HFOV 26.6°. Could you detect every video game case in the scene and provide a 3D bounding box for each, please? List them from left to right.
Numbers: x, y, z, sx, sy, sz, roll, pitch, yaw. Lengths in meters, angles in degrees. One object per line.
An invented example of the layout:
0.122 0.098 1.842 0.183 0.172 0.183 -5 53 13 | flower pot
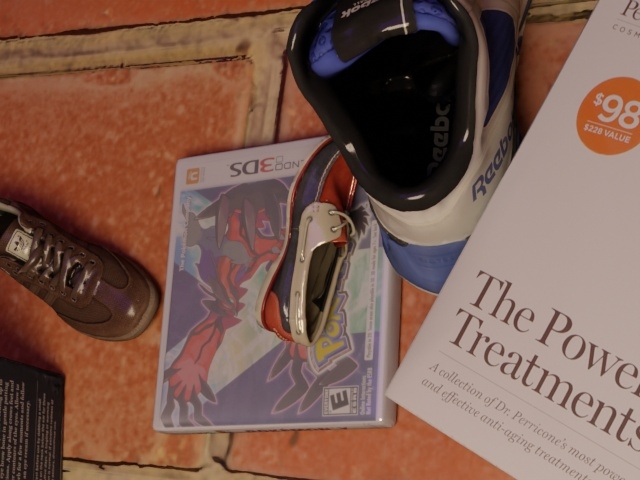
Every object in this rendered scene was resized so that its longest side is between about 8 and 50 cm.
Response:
-0.029 0.029 0.919 0.183 0.023 0.201 -7 72 31 | video game case

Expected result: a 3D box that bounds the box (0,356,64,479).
-0.302 0.135 0.944 0.153 0.207 0.108 -13 68 29 | box

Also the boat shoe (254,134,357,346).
0.000 0.000 0.865 0.043 0.049 0.137 20 90 44 | boat shoe

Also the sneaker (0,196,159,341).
-0.203 0.020 1.001 0.188 0.071 0.066 25 89 36 | sneaker

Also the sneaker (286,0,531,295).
0.060 -0.139 0.808 0.127 0.182 0.315 -9 71 15 | sneaker

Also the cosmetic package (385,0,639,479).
0.254 0.050 0.690 0.377 0.097 0.284 29 89 36 | cosmetic package
